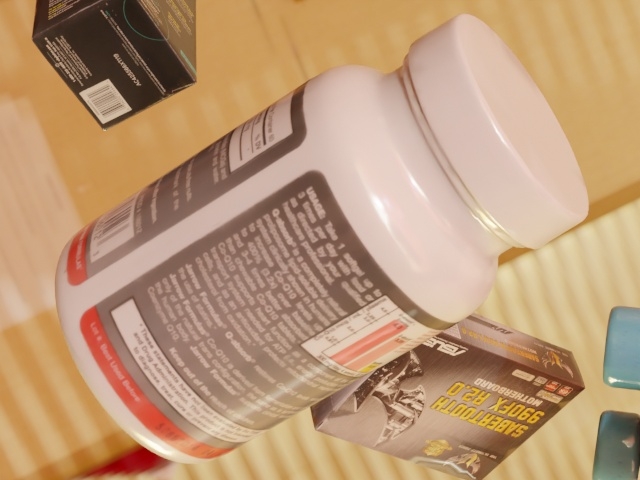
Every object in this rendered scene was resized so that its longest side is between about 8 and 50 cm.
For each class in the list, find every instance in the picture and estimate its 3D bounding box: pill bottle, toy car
[{"bbox_3d":[0.000,0.000,1.204,0.210,0.363,0.210,47,24,-29],"label":"pill bottle"},{"bbox_3d":[0.335,0.185,1.349,0.238,0.219,0.210,-59,154,-61],"label":"toy car"}]

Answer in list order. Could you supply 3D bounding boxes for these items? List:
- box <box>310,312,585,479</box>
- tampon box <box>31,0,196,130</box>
[{"bbox_3d":[0.131,0.157,1.698,0.183,0.231,0.056,-47,-144,30],"label":"box"},{"bbox_3d":[-0.184,-0.205,1.466,0.120,0.101,0.161,54,18,-35],"label":"tampon box"}]
